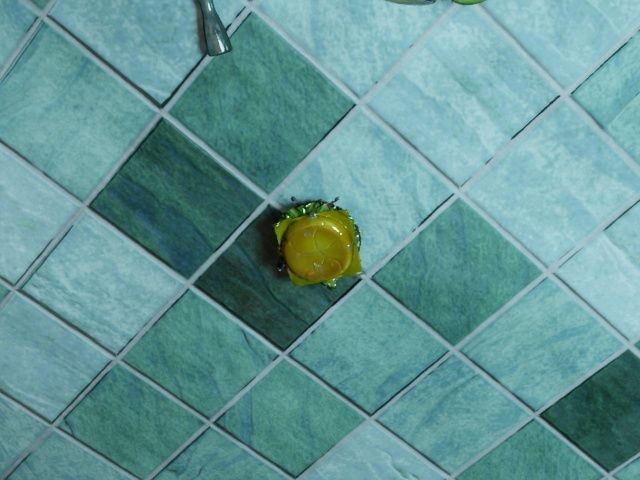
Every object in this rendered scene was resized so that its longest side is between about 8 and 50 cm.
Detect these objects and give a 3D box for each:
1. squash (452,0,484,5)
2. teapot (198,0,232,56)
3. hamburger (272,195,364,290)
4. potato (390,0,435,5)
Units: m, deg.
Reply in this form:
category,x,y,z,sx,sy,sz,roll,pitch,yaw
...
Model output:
category,x,y,z,sx,sy,sz,roll,pitch,yaw
squash,0.330,-0.496,1.147,0.370,0.118,0.118,-39,110,16
teapot,-0.180,-0.364,1.273,0.042,0.043,0.111,-11,112,7
hamburger,-0.002,0.003,1.425,0.163,0.093,0.190,0,116,4
potato,0.139,-0.405,1.247,0.093,0.036,0.037,4,82,-20
